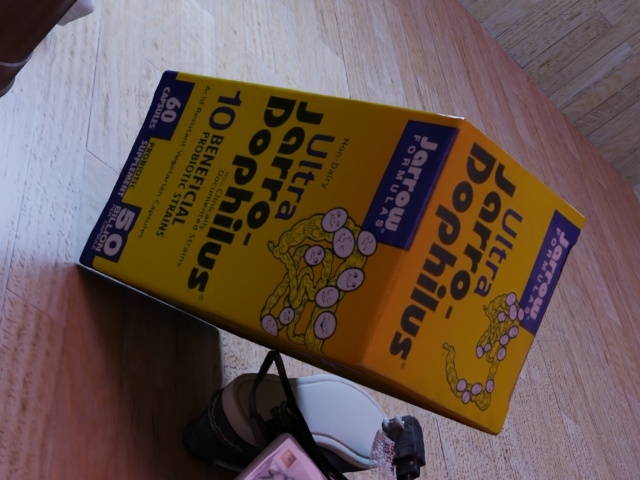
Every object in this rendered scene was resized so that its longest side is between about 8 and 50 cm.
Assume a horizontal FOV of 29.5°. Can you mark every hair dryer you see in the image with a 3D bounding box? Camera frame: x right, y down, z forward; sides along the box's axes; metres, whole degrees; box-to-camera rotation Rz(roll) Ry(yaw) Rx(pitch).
[{"bbox_3d":[-0.001,0.256,0.996,0.223,0.080,0.294,27,51,-38],"label":"hair dryer"}]

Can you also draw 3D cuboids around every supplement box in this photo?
[{"bbox_3d":[0.000,0.000,1.017,0.356,0.194,0.195,15,-11,44],"label":"supplement box"}]

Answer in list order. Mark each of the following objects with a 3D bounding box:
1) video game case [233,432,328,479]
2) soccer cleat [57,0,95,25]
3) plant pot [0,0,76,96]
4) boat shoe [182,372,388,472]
[{"bbox_3d":[-0.034,0.268,0.897,0.190,0.022,0.173,-42,96,-32],"label":"video game case"},{"bbox_3d":[-0.290,-0.353,1.339,0.331,0.116,0.143,-93,157,-50],"label":"soccer cleat"},{"bbox_3d":[-0.286,-0.239,1.080,0.167,0.165,0.167,44,25,-26],"label":"plant pot"},{"bbox_3d":[-0.021,0.180,1.112,0.254,0.079,0.095,13,48,-55],"label":"boat shoe"}]
